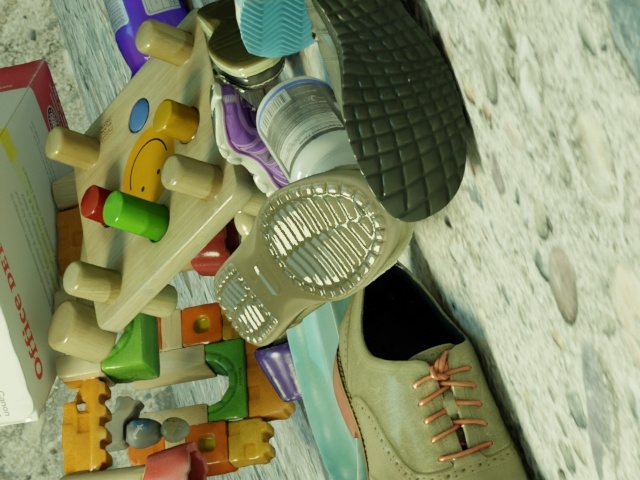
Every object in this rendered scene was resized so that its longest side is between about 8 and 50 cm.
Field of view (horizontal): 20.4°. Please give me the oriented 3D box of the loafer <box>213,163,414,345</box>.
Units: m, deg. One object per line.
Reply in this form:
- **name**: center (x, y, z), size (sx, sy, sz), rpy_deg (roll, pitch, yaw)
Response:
- **loafer**: center (0.000, 0.000, 1.412), size (0.102, 0.092, 0.268), rpy_deg (54, 147, -1)

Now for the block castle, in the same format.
- **block castle**: center (-0.164, 0.140, 2.094), size (0.303, 0.212, 0.453), rpy_deg (58, -156, -63)

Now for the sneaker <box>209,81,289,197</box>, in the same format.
- **sneaker**: center (-0.050, -0.102, 1.662), size (0.170, 0.071, 0.068), rpy_deg (41, -144, -55)

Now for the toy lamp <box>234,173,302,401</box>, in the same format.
- **toy lamp**: center (-0.061, 0.045, 2.003), size (0.080, 0.080, 0.275), rpy_deg (164, 89, -78)

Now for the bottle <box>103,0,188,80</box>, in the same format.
- **bottle**: center (-0.206, -0.269, 2.137), size (0.118, 0.092, 0.283), rpy_deg (159, 92, -79)

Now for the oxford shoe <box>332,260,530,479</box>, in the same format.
- **oxford shoe**: center (0.089, 0.154, 1.387), size (0.348, 0.123, 0.130), rpy_deg (-122, 23, -44)

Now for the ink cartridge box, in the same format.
- **ink cartridge box**: center (-0.389, 0.001, 2.049), size (0.385, 0.160, 0.279), rpy_deg (-78, -23, -62)

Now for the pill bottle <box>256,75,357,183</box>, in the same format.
- **pill bottle**: center (0.002, -0.075, 1.525), size (0.137, 0.078, 0.078), rpy_deg (-122, 18, -48)

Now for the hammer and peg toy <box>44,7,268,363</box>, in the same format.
- **hammer and peg toy**: center (-0.204, -0.047, 1.868), size (0.361, 0.127, 0.266), rpy_deg (-43, 45, 35)

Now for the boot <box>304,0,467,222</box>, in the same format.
- **boot**: center (0.043, -0.129, 1.319), size (0.161, 0.083, 0.247), rpy_deg (66, -176, -85)

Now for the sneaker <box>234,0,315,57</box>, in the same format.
- **sneaker**: center (-0.034, -0.251, 1.432), size (0.092, 0.087, 0.229), rpy_deg (-111, 17, -47)

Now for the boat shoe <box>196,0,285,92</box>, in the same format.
- **boat shoe**: center (-0.067, -0.178, 1.700), size (0.223, 0.080, 0.073), rpy_deg (-122, 12, -66)

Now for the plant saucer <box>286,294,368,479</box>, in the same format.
- **plant saucer**: center (0.010, 0.100, 1.776), size (0.317, 0.043, 0.318), rpy_deg (168, 90, -79)
